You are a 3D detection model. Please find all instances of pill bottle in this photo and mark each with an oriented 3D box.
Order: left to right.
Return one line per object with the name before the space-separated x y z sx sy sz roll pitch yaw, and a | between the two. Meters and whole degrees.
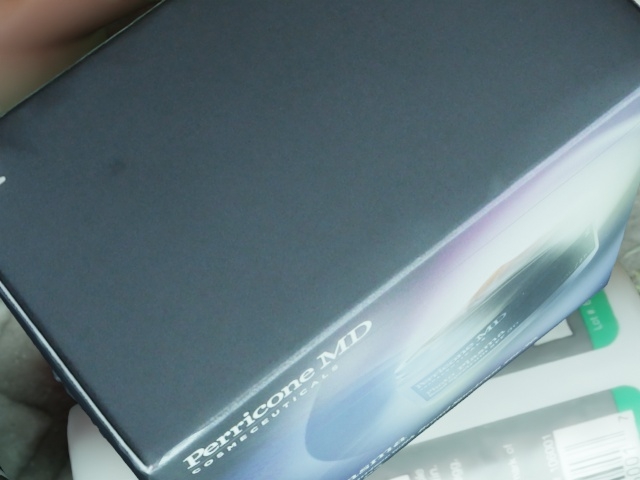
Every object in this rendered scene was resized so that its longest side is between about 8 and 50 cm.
pill bottle | 0.035 0.139 1.004 0.361 0.204 0.204 -15 117 -2

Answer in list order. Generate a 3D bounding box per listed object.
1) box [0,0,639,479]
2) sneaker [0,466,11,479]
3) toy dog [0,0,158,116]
box | 0.000 0.000 0.794 0.296 0.182 0.294 -38 161 -10
sneaker | -0.254 0.308 0.965 0.169 0.257 0.447 -22 139 -43
toy dog | -0.151 -0.187 0.807 0.395 0.284 0.408 24 112 -39
